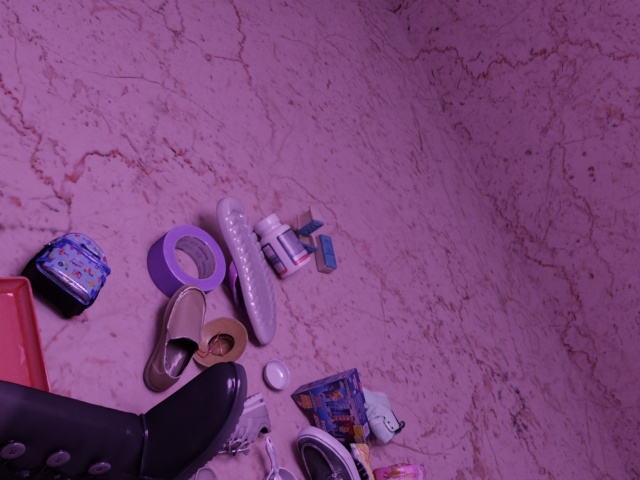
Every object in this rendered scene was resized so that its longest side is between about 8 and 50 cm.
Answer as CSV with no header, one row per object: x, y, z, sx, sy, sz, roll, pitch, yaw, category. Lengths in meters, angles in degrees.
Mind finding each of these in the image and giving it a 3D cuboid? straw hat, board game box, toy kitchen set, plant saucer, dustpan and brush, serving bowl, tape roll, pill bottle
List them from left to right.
-0.665,0.197,1.230,0.259,0.048,0.258,1,63,-48,plant saucer
-0.344,0.059,1.678,0.189,0.080,0.188,28,45,-32,tape roll
-0.248,0.267,1.639,0.061,0.145,0.144,79,5,-56,straw hat
-0.122,0.363,1.751,0.083,0.027,0.083,29,45,-34,serving bowl
-0.107,0.583,1.575,0.147,0.060,0.211,-6,69,-51,dustpan and brush
-0.119,0.013,1.949,0.180,0.108,0.108,57,36,-1,pill bottle
0.000,0.000,2.046,0.207,0.166,0.122,17,52,-41,toy kitchen set
0.026,0.447,1.755,0.060,0.194,0.194,-30,108,-57,board game box

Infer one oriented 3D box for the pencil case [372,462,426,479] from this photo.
0.234,0.798,1.729,0.167,0.160,0.386,19,50,-34,pencil case

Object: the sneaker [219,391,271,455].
-0.202,0.457,1.522,0.281,0.105,0.115,-22,81,-54,sneaker

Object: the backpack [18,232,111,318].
-0.538,0.057,1.425,0.158,0.117,0.173,45,35,-18,backpack

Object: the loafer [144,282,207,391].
-0.321,0.224,1.525,0.102,0.092,0.268,33,59,-34,loafer

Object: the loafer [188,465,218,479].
-0.215,0.632,1.370,0.112,0.111,0.319,5,61,-48,loafer

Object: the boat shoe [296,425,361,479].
0.037,0.634,1.653,0.335,0.121,0.119,57,32,-3,boat shoe

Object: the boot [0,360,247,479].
-0.405,0.321,1.198,0.445,0.367,0.146,28,14,-33,boot

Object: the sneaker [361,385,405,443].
0.141,0.505,1.863,0.256,0.094,0.151,16,32,-45,sneaker

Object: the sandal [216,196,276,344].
-0.216,0.086,1.790,0.169,0.102,0.416,-20,96,-71,sandal

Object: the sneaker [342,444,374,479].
0.111,0.607,1.795,0.094,0.081,0.208,-1,64,-52,sneaker
